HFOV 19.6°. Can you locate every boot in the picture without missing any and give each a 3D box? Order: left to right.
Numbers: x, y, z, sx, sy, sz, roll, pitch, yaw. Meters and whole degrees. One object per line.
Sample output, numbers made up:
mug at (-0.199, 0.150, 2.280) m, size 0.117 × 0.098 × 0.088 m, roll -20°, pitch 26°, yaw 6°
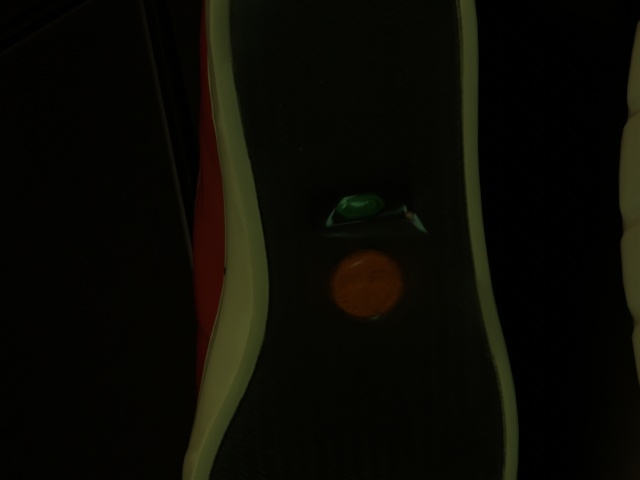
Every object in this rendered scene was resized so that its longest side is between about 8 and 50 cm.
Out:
boot at (0.000, 0.000, 0.545) m, size 0.176 × 0.088 × 0.244 m, roll -107°, pitch 17°, yaw -69°

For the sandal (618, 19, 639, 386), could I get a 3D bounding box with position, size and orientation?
sandal at (0.161, 0.058, 0.401) m, size 0.169 × 0.102 × 0.416 m, roll -5°, pitch 89°, yaw 47°
